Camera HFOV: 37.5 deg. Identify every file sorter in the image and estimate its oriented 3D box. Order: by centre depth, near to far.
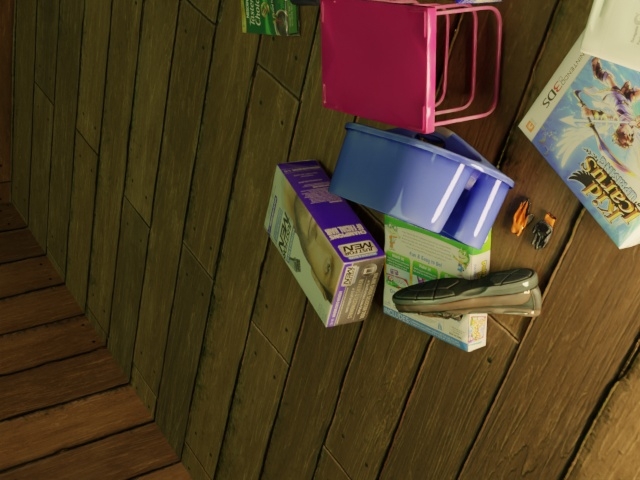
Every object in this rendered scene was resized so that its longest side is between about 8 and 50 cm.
[{"bbox_3d":[0.157,-0.323,1.658,0.291,0.182,0.202,24,122,50],"label":"file sorter"}]

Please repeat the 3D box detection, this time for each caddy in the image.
[{"bbox_3d":[0.173,-0.117,1.643,0.341,0.241,0.179,24,93,50],"label":"caddy"}]

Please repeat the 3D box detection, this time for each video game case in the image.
[{"bbox_3d":[0.447,-0.166,1.406,0.269,0.061,0.244,57,142,26],"label":"video game case"}]

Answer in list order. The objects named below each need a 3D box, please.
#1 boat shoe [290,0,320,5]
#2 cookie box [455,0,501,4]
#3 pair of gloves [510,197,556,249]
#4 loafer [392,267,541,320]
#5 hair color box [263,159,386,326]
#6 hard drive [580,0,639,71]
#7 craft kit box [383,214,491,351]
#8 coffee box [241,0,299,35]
[{"bbox_3d":[0.046,-0.551,1.823,0.341,0.127,0.158,5,140,40],"label":"boat shoe"},{"bbox_3d":[0.257,-0.438,1.542,0.040,0.107,0.091,-26,80,53],"label":"cookie box"},{"bbox_3d":[0.364,-0.028,1.616,0.083,0.010,0.074,42,132,36],"label":"pair of gloves"},{"bbox_3d":[0.258,0.113,1.673,0.268,0.096,0.084,-10,108,26],"label":"loafer"},{"bbox_3d":[0.000,0.000,2.022,0.339,0.110,0.185,54,143,39],"label":"hair color box"},{"bbox_3d":[0.523,-0.305,1.205,0.353,0.047,0.233,31,118,39],"label":"hard drive"},{"bbox_3d":[0.218,0.058,1.818,0.250,0.061,0.246,23,122,50],"label":"craft kit box"},{"bbox_3d":[-0.114,-0.516,2.106,0.184,0.040,0.113,22,119,50],"label":"coffee box"}]
